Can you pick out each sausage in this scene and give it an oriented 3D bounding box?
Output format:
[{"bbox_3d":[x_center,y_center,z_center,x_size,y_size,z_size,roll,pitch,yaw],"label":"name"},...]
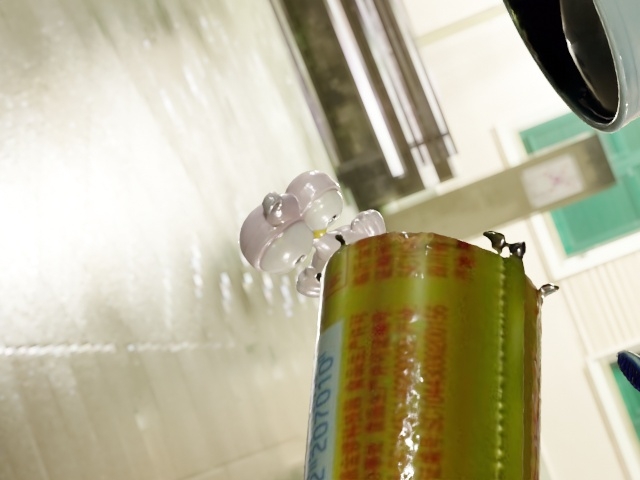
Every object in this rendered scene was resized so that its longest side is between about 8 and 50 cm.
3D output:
[{"bbox_3d":[0.052,0.150,0.662,0.117,0.125,0.317,43,41,-46],"label":"sausage"}]

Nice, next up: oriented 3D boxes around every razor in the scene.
[{"bbox_3d":[0.213,0.108,0.839,0.044,0.028,0.154,36,19,-25],"label":"razor"}]

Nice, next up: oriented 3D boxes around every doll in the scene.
[{"bbox_3d":[-0.001,-0.001,1.915,0.094,0.160,0.365,50,7,26],"label":"doll"}]

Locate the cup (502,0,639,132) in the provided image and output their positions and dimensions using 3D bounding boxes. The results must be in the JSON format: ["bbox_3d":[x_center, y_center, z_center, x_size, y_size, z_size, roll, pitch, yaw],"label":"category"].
[{"bbox_3d":[0.313,-0.309,1.211,0.331,0.311,0.257,63,-4,-4],"label":"cup"}]
